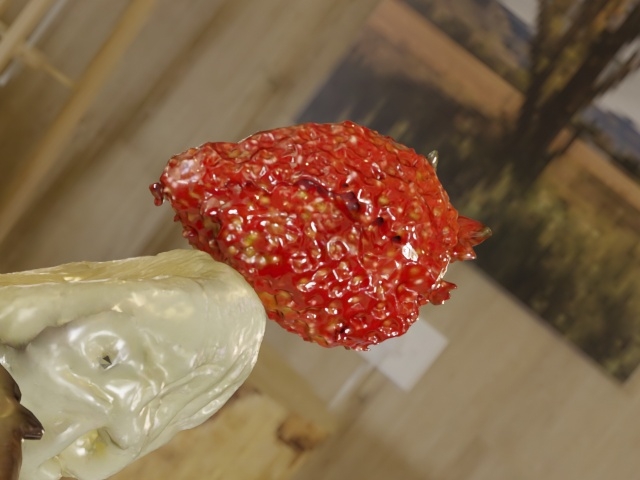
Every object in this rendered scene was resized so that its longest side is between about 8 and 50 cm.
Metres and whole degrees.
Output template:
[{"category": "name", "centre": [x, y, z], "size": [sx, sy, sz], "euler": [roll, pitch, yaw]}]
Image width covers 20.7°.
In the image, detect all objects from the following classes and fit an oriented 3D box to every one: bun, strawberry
[{"category": "bun", "centre": [-0.147, 0.080, 1.080], "size": [0.231, 0.133, 0.231], "euler": [-5, 3, 0]}, {"category": "strawberry", "centre": [0.005, -0.014, 1.242], "size": [0.228, 0.174, 0.098], "euler": [36, 7, -36]}]

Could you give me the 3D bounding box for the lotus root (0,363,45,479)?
[{"category": "lotus root", "centre": [-0.247, 0.147, 0.599], "size": [0.316, 0.250, 0.316], "euler": [9, 14, -2]}]
